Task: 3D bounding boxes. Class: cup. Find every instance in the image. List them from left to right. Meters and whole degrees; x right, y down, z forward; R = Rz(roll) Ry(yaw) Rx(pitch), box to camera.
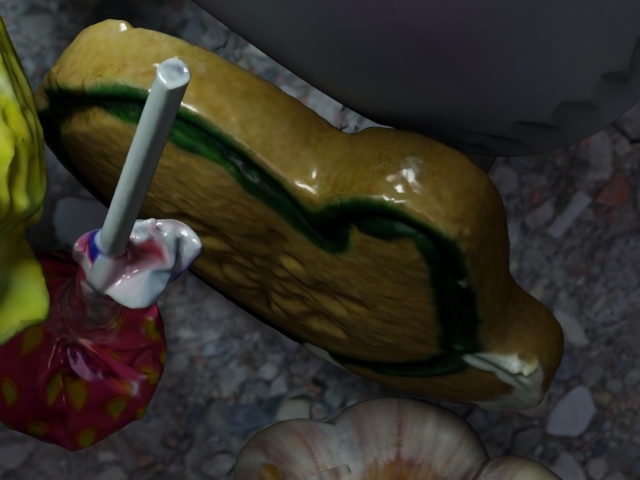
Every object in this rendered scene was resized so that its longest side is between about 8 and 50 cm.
[{"bbox_3d":[0.051,-0.186,0.763,0.253,0.253,0.371,-49,152,5],"label":"cup"}]

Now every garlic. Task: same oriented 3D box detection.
[{"bbox_3d":[0.052,0.175,1.008,0.214,0.191,0.160,-17,74,-9],"label":"garlic"}]

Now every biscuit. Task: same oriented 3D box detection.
[{"bbox_3d":[-0.001,0.002,0.881,0.344,0.287,0.057,38,68,-26],"label":"biscuit"}]

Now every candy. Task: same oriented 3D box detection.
[{"bbox_3d":[-0.116,0.008,0.841,0.124,0.124,0.365,5,150,-16],"label":"candy"}]

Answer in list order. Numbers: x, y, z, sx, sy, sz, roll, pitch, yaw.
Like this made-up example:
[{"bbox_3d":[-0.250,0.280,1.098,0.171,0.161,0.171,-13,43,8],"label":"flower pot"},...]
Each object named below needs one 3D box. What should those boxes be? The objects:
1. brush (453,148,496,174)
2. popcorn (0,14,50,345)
[{"bbox_3d":[0.080,-0.028,1.024,0.034,0.027,0.190,21,109,-16],"label":"brush"},{"bbox_3d":[-0.270,-0.040,0.756,0.276,0.276,0.225,-16,111,-9],"label":"popcorn"}]
